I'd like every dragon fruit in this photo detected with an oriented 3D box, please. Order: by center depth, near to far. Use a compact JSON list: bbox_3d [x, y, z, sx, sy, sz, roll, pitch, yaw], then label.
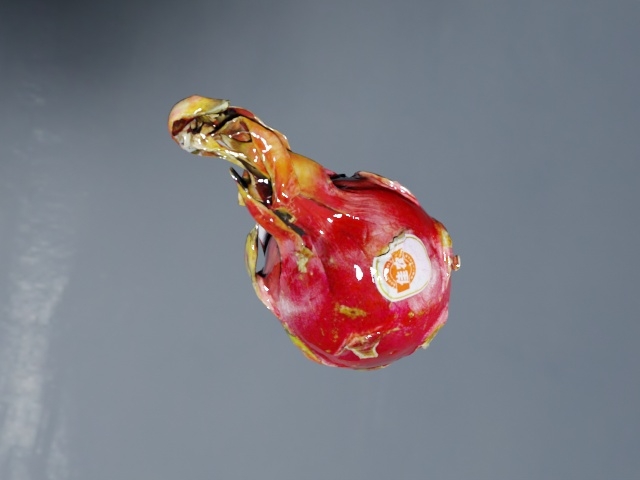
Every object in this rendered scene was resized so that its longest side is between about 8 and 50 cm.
[{"bbox_3d":[0.000,0.000,0.651,0.190,0.094,0.094,45,55,-46],"label":"dragon fruit"}]
